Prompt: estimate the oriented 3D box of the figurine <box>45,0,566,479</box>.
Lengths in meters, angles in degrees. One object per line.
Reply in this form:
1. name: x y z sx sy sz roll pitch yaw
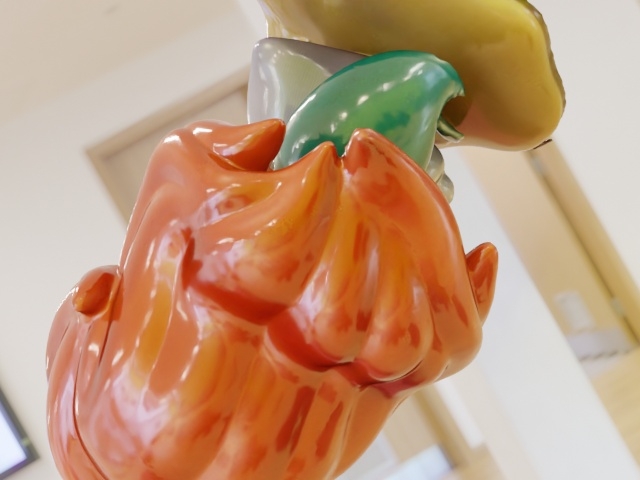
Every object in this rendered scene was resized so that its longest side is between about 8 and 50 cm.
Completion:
1. figurine: -0.009 -0.004 0.687 0.208 0.181 0.257 4 55 35
